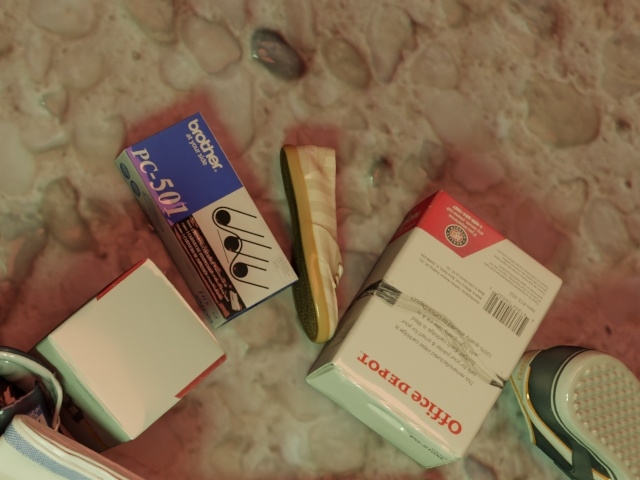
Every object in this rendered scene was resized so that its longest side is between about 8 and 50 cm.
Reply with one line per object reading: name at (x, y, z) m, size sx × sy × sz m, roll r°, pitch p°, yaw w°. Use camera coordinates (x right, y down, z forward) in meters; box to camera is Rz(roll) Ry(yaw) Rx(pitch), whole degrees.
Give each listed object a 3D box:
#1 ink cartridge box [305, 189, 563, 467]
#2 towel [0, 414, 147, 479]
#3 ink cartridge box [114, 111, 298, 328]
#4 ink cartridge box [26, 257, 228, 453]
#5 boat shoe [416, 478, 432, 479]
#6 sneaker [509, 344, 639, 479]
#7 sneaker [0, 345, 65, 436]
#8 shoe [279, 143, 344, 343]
ink cartridge box at (0.120, 0.096, 1.849) m, size 0.172 × 0.100 × 0.237 m, roll 36°, pitch 67°, yaw -8°
towel at (-0.260, 0.313, 1.605) m, size 0.209 × 0.034 × 0.285 m, roll 32°, pitch 106°, yaw -12°
ink cartridge box at (-0.119, -0.021, 1.824) m, size 0.097 × 0.046 × 0.207 m, roll -29°, pitch 87°, yaw -25°
ink cartridge box at (-0.197, 0.116, 1.692) m, size 0.128 × 0.176 × 0.127 m, roll -41°, pitch 95°, yaw -23°
boat shoe at (0.134, 0.321, 1.824) m, size 0.056 × 0.049 × 0.152 m, roll -16°, pitch 83°, yaw -23°
sneaker at (0.323, 0.222, 1.887) m, size 0.126 × 0.127 × 0.321 m, roll -48°, pitch 120°, yaw -17°
sneaker at (-0.258, 0.217, 1.655) m, size 0.099 × 0.153 × 0.282 m, roll -38°, pitch 91°, yaw -23°
shoe at (0.000, 0.000, 1.844) m, size 0.058 × 0.076 × 0.219 m, roll -4°, pitch 76°, yaw -15°
